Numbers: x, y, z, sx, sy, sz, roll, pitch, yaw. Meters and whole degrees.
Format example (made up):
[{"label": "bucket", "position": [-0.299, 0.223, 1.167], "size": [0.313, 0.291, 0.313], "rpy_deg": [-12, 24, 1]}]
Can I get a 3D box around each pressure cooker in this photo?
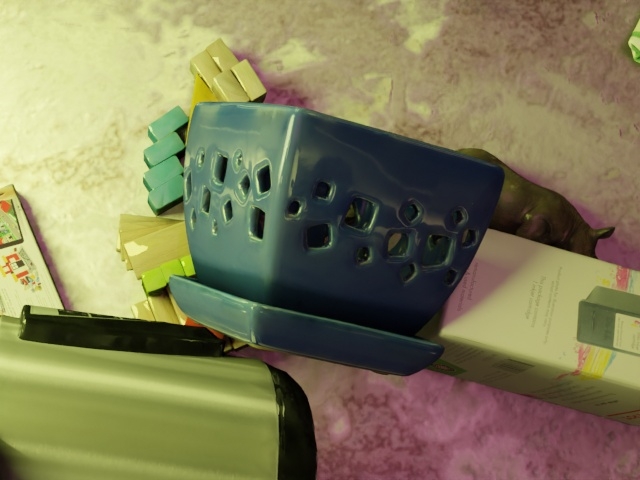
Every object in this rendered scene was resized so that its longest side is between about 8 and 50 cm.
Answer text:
[{"label": "pressure cooker", "position": [-0.240, 0.249, 1.091], "size": [0.420, 0.375, 0.370], "rpy_deg": [11, 115, -13]}]

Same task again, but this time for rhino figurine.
[{"label": "rhino figurine", "position": [0.225, -0.018, 1.381], "size": [0.243, 0.073, 0.106], "rpy_deg": [29, 60, -4]}]

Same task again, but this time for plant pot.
[{"label": "plant pot", "position": [0.000, 0.000, 1.195], "size": [0.236, 0.236, 0.212], "rpy_deg": [14, 88, -29]}]

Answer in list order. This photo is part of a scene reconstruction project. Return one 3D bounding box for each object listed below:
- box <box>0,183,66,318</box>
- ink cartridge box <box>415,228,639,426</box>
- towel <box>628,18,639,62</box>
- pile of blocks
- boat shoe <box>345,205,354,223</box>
[{"label": "box", "position": [-0.329, 0.058, 1.312], "size": [0.114, 0.036, 0.207], "rpy_deg": [-22, 84, -11]}, {"label": "ink cartridge box", "position": [0.274, 0.101, 1.301], "size": [0.353, 0.207, 0.119], "rpy_deg": [16, 76, -6]}, {"label": "towel", "position": [0.527, -0.283, 1.487], "size": [0.248, 0.038, 0.325], "rpy_deg": [35, 78, 0]}, {"label": "pile of blocks", "position": [-0.134, -0.041, 1.317], "size": [0.149, 0.112, 0.362], "rpy_deg": [3, 80, -7]}, {"label": "boat shoe", "position": [0.040, -0.051, 1.378], "size": [0.137, 0.043, 0.049], "rpy_deg": [-26, 87, -10]}]
